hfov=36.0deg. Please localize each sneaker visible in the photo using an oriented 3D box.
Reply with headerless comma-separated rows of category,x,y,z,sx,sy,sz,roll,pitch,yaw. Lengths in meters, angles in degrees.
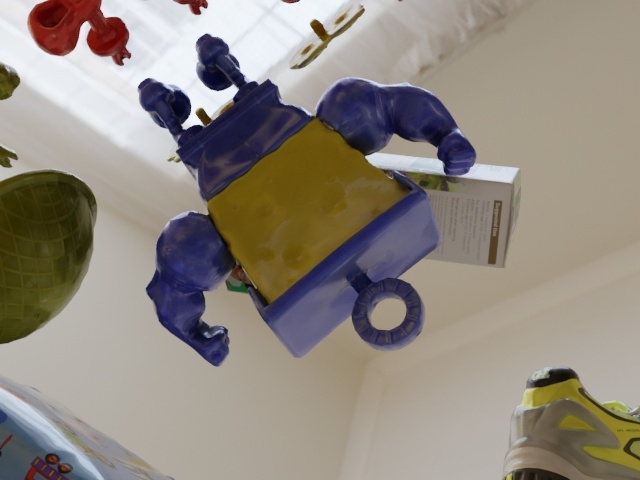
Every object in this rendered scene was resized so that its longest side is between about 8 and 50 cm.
sneaker,0.345,0.248,1.020,0.145,0.384,0.147,-18,-129,45

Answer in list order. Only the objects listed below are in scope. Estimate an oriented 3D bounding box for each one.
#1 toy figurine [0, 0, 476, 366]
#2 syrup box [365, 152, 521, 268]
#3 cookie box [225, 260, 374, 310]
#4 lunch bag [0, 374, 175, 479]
toy figurine,-0.044,-0.015,0.515,0.362,0.217,0.191,-39,160,-7
syrup box,0.091,-0.038,1.058,0.093,0.236,0.096,-43,137,-68
cookie box,0.000,0.000,0.656,0.107,0.040,0.092,9,-138,27
lunch bag,-0.170,0.172,0.663,0.138,0.221,0.293,-61,160,0
